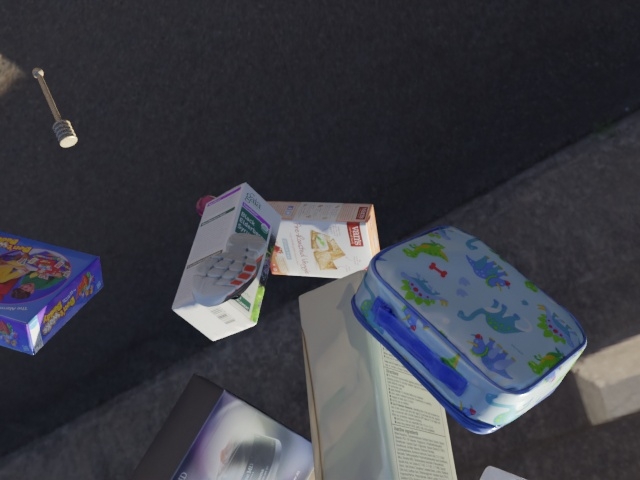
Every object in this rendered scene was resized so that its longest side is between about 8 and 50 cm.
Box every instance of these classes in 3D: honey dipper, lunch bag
[{"bbox_3d":[-0.454,-0.228,1.302,0.030,0.160,0.030,-27,161,-10],"label":"honey dipper"},{"bbox_3d":[0.151,0.087,0.820,0.176,0.219,0.090,-23,145,-41],"label":"lunch bag"}]

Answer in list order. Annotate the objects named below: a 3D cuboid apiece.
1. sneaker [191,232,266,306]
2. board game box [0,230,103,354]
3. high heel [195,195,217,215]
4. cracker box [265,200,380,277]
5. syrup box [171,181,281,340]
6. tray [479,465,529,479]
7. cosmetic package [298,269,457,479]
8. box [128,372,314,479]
[{"bbox_3d":[-0.100,0.047,0.883,0.061,0.158,0.065,16,116,12],"label":"sneaker"},{"bbox_3d":[-0.650,0.084,1.538,0.347,0.233,0.078,13,125,16],"label":"board game box"},{"bbox_3d":[-0.214,-0.032,1.694,0.244,0.117,0.082,5,165,46],"label":"high heel"},{"bbox_3d":[0.000,0.000,1.587,0.232,0.067,0.155,2,131,17],"label":"cracker box"},{"bbox_3d":[-0.142,0.029,1.216,0.096,0.237,0.093,-24,127,32],"label":"syrup box"},{"bbox_3d":[0.389,0.511,1.379,0.270,0.145,0.030,11,145,41],"label":"tray"},{"bbox_3d":[0.073,0.212,0.972,0.113,0.309,0.160,-25,146,31],"label":"cosmetic package"},{"bbox_3d":[-0.205,0.493,1.651,0.294,0.296,0.183,37,165,-26],"label":"box"}]
